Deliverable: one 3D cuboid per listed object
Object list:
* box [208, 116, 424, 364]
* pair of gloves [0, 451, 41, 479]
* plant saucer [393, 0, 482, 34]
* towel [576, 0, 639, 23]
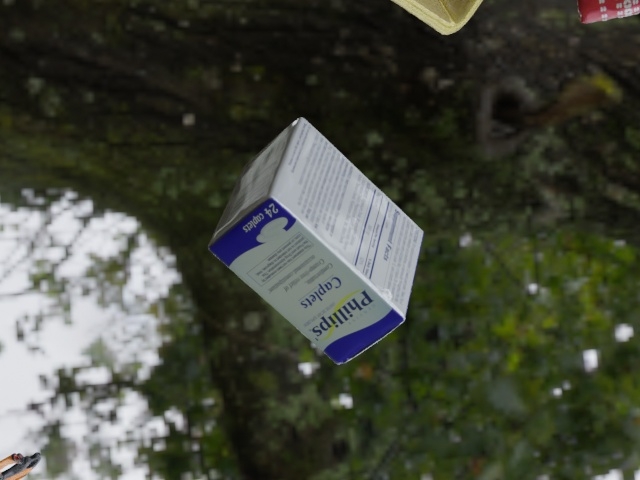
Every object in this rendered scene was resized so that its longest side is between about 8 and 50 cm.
[{"bbox_3d":[0.000,0.000,1.128,0.072,0.137,0.126,-39,-163,29],"label":"box"},{"bbox_3d":[-0.208,0.152,0.934,0.010,0.074,0.083,60,-1,9],"label":"pair of gloves"},{"bbox_3d":[0.074,-0.384,1.245,0.332,0.333,0.081,-58,-139,8],"label":"plant saucer"},{"bbox_3d":[0.252,-0.243,0.820,0.031,0.275,0.198,-84,158,-68],"label":"towel"}]
